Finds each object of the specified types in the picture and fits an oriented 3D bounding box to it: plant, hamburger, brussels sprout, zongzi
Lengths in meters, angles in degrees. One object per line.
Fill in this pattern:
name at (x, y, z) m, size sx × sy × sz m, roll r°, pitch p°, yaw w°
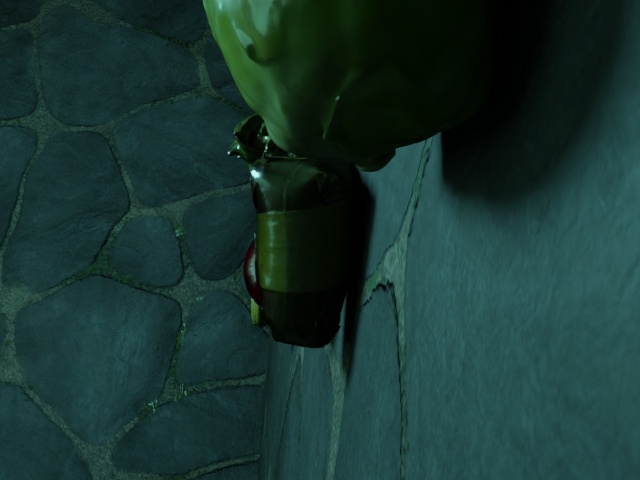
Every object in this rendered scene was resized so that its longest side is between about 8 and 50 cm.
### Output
plant at (-0.025, -0.245, 1.390) m, size 0.251 × 0.180 × 0.333 m, roll 37°, pitch -104°, yaw -51°
hamburger at (-0.122, 0.169, 2.006) m, size 0.185 × 0.131 × 0.159 m, roll -84°, pitch -8°, yaw -80°
brussels sprout at (0.029, -0.202, 0.593) m, size 0.316 × 0.243 × 0.273 m, roll 138°, pitch 113°, yaw -87°
zongzi at (0.000, 0.000, 1.185) m, size 0.317 × 0.154 × 0.289 m, roll -35°, pitch -52°, yaw -68°

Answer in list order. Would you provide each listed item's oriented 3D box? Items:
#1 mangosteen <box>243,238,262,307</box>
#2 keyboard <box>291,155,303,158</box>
mangosteen at (-0.048, 0.052, 1.311) m, size 0.200 × 0.200 × 0.199 m, roll -174°, pitch 90°, yaw -83°
keyboard at (-0.073, -0.036, 1.352) m, size 0.027 × 0.106 × 0.317 m, roll 57°, pitch 153°, yaw 33°
